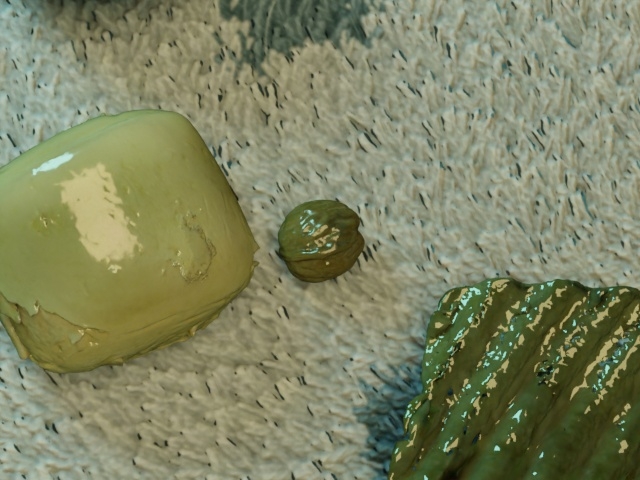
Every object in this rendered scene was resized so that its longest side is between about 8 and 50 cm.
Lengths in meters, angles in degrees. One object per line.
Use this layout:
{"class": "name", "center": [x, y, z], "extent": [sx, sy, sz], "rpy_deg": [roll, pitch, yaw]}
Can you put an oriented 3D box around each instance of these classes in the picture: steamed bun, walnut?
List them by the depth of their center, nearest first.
{"class": "steamed bun", "center": [-0.197, -0.002, 1.418], "extent": [0.273, 0.166, 0.232], "rpy_deg": [-22, 82, -12]}
{"class": "walnut", "center": [0.000, 0.000, 1.496], "extent": [0.092, 0.092, 0.092], "rpy_deg": [2, 79, -9]}

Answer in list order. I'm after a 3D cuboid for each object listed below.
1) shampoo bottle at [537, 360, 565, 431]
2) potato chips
{"class": "shampoo bottle", "center": [0.269, 0.216, 1.511], "extent": [0.087, 0.049, 0.234], "rpy_deg": [-35, 87, -21]}
{"class": "potato chips", "center": [0.253, 0.229, 1.416], "extent": [0.373, 0.097, 0.389], "rpy_deg": [17, 65, -16]}
